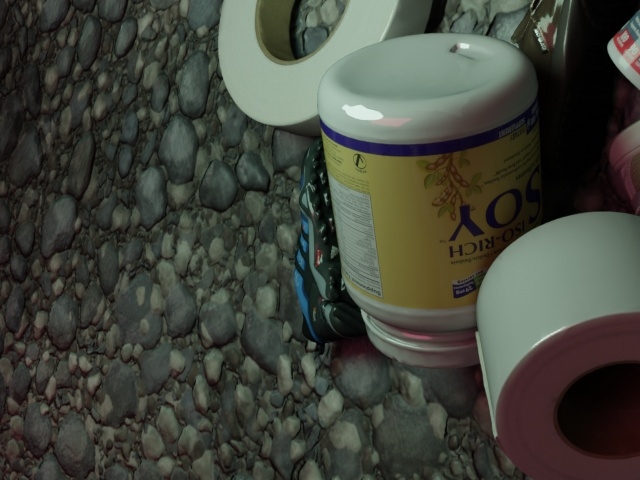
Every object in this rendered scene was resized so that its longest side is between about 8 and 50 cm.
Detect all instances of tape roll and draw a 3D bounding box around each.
[{"bbox_3d":[0.287,0.116,1.107,0.246,0.246,0.169,-51,21,28],"label":"tape roll"},{"bbox_3d":[-0.002,-0.346,1.595,0.392,0.072,0.392,-14,70,43],"label":"tape roll"}]

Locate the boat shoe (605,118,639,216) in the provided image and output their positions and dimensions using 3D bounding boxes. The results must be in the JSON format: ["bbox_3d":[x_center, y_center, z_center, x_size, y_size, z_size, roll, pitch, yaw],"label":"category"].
[{"bbox_3d":[0.439,-0.123,1.118,0.320,0.118,0.103,-32,69,43],"label":"boat shoe"}]

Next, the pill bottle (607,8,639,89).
[{"bbox_3d":[0.406,-0.239,1.165,0.180,0.108,0.108,-49,53,29],"label":"pill bottle"}]

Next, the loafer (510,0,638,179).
[{"bbox_3d":[0.279,-0.261,1.277,0.130,0.134,0.366,19,98,45],"label":"loafer"}]

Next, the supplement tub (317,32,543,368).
[{"bbox_3d":[0.133,-0.045,1.248,0.241,0.241,0.331,24,134,44],"label":"supplement tub"}]

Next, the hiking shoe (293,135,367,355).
[{"bbox_3d":[0.000,0.000,1.545,0.132,0.113,0.304,-30,56,52],"label":"hiking shoe"}]
